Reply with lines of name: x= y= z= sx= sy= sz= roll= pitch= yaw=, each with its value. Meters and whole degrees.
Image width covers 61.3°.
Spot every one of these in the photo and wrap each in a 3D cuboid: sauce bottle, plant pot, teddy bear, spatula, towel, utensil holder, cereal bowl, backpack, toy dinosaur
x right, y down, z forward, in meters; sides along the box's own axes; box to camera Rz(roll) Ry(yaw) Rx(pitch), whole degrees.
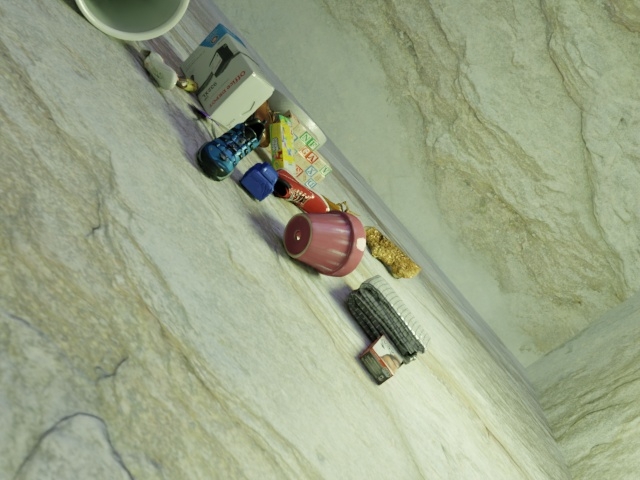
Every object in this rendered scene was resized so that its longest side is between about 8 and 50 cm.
sauce bottle: x=-0.453 y=-0.523 z=1.797 sx=0.042 sy=0.042 sz=0.128 roll=51 pitch=15 yaw=7
plant pot: x=0.000 y=0.000 z=1.568 sx=0.180 sy=0.201 sz=0.201 roll=12 pitch=37 yaw=-42
teddy bear: x=0.300 y=0.056 z=2.465 sx=0.338 sy=0.113 sz=0.245 roll=42 pitch=8 yaw=1
spatula: x=-0.331 y=-0.337 z=1.712 sx=0.084 sy=0.030 sz=0.296 roll=35 pitch=20 yaw=-55
towel: x=0.212 y=0.249 z=1.679 sx=0.283 sy=0.121 sz=0.235 roll=52 pitch=12 yaw=10
utensil holder: x=-0.599 y=-0.841 z=1.612 sx=0.328 sy=0.328 sz=0.385 roll=30 pitch=23 yaw=-51
cereal bowl: x=-0.141 y=-0.504 z=2.382 sx=0.339 sy=0.141 sz=0.339 roll=42 pitch=1 yaw=-1
backpack: x=-0.179 y=-0.186 z=1.653 sx=0.098 sy=0.101 sz=0.120 roll=52 pitch=10 yaw=-17
toy dinosaur: x=0.117 y=-0.124 z=2.457 sx=0.112 sy=0.064 sz=0.211 roll=66 pitch=22 yaw=-10

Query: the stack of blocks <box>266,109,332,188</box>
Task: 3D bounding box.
stack of blocks: x=-0.084 y=-0.373 z=2.238 sx=0.297 sy=0.171 sz=0.087 roll=41 pitch=17 yaw=-30

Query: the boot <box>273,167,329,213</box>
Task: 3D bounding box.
boot: x=-0.075 y=-0.145 z=1.883 sx=0.244 sy=0.088 sz=0.176 roll=38 pitch=17 yaw=-11

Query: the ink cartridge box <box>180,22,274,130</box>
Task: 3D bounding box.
ink cartridge box: x=-0.335 y=-0.576 z=1.911 sx=0.129 sy=0.223 sz=0.307 roll=26 pitch=27 yaw=-56

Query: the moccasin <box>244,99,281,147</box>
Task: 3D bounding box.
moccasin: x=-0.242 y=-0.487 z=2.125 sx=0.147 sy=0.139 sz=0.380 roll=41 pitch=17 yaw=-33

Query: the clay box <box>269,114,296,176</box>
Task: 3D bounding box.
clay box: x=-0.142 y=-0.351 z=2.030 sx=0.127 sy=0.053 sz=0.221 roll=-4 pitch=89 yaw=-72

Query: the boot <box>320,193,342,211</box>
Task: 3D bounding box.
boot: x=0.069 y=-0.071 z=2.071 sx=0.295 sy=0.104 sz=0.211 roll=49 pitch=15 yaw=14

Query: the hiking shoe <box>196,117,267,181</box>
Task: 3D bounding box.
hiking shoe: x=-0.252 y=-0.276 z=1.540 sx=0.113 sy=0.132 sz=0.304 roll=44 pitch=29 yaw=-14

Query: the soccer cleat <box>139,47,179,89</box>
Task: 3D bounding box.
soccer cleat: x=-0.493 y=-0.518 z=1.636 sx=0.076 sy=0.068 sz=0.196 roll=23 pitch=23 yaw=-50

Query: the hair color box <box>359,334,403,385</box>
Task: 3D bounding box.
hair color box: x=0.170 y=0.326 z=1.489 sx=0.093 sy=0.053 sz=0.167 roll=52 pitch=16 yaw=8
